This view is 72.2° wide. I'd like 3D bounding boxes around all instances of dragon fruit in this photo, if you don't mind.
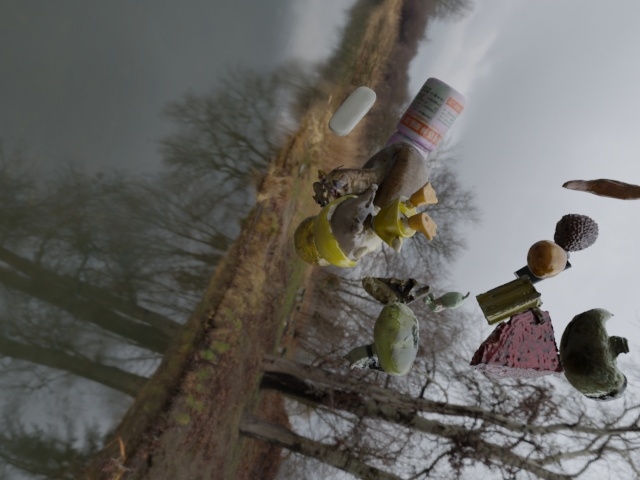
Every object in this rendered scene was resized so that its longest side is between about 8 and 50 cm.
[{"bbox_3d":[0.652,0.371,1.464,0.240,0.330,0.302,-163,-105,-64],"label":"dragon fruit"}]

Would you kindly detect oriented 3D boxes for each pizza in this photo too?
[{"bbox_3d":[0.016,-0.292,2.074,0.025,0.083,0.078,-48,161,-49],"label":"pizza"}]

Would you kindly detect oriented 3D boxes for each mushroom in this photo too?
[{"bbox_3d":[0.924,0.373,1.495,0.247,0.130,0.344,118,-4,-56],"label":"mushroom"},{"bbox_3d":[0.179,-0.208,1.545,0.331,0.356,0.334,102,11,-86],"label":"mushroom"}]

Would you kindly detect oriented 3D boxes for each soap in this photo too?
[{"bbox_3d":[0.771,0.246,1.796,0.233,0.076,0.135,-28,-147,15],"label":"soap"}]

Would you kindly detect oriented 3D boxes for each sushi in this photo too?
[{"bbox_3d":[0.233,0.520,2.021,0.109,0.273,0.134,84,12,-48],"label":"sushi"}]

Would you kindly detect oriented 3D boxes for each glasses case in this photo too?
[{"bbox_3d":[0.106,-0.432,1.465,0.204,0.081,0.051,-49,169,-13],"label":"glasses case"}]

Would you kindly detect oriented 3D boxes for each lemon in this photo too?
[{"bbox_3d":[0.000,0.000,1.604,0.192,0.192,0.231,-69,161,2],"label":"lemon"}]

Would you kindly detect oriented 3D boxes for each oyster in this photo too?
[{"bbox_3d":[0.318,0.208,1.825,0.294,0.166,0.094,-14,-153,41],"label":"oyster"}]

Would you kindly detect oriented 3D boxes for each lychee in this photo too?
[{"bbox_3d":[1.210,-0.035,2.075,0.188,0.188,0.188,21,90,-89],"label":"lychee"}]

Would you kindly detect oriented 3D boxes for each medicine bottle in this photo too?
[{"bbox_3d":[0.470,-0.525,2.014,0.388,0.219,0.219,-55,-177,16],"label":"medicine bottle"}]

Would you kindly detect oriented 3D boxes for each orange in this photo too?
[{"bbox_3d":[0.905,0.074,1.754,0.159,0.136,0.158,2,90,-79],"label":"orange"}]

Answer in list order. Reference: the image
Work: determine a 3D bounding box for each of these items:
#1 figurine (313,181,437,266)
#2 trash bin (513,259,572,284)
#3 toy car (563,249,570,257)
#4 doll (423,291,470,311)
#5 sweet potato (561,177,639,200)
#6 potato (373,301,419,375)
[{"bbox_3d":[0.139,-0.045,1.177,0.344,0.187,0.215,-17,-148,36],"label":"figurine"},{"bbox_3d":[1.075,0.138,2.145,0.226,0.115,0.165,-31,166,14],"label":"trash bin"},{"bbox_3d":[1.045,0.072,1.979,0.069,0.142,0.055,24,67,-54],"label":"toy car"},{"bbox_3d":[0.752,0.363,2.591,0.155,0.275,0.113,-15,94,-57],"label":"doll"},{"bbox_3d":[0.893,-0.162,1.371,0.078,0.256,0.058,-41,137,-59],"label":"sweet potato"},{"bbox_3d":[0.257,0.327,1.457,0.143,0.169,0.248,6,-81,53],"label":"potato"}]
